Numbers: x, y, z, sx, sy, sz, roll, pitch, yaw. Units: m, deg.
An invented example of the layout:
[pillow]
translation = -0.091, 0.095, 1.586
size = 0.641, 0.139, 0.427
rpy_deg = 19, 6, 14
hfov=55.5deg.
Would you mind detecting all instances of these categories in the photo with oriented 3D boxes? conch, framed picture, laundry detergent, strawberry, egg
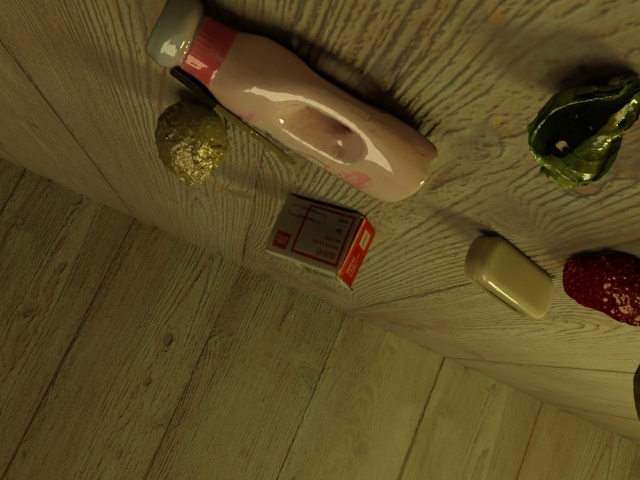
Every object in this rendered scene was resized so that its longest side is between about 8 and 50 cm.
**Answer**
[conch]
translation = 0.219, -0.091, 0.516
size = 0.089, 0.074, 0.121
rpy_deg = -7, 155, -21
[framed picture]
translation = -0.122, -0.169, 0.820
size = 0.136, 0.010, 0.201
rpy_deg = 32, -172, -38
[laundry detergent]
translation = -0.031, -0.156, 0.690
size = 0.335, 0.088, 0.159
rpy_deg = 28, 168, -19
[strawberry]
translation = 0.415, 0.069, 0.872
size = 0.146, 0.082, 0.187
rpy_deg = 36, 169, -23
[egg]
translation = -0.202, -0.154, 0.953
size = 0.116, 0.118, 0.140
rpy_deg = 5, 153, -3

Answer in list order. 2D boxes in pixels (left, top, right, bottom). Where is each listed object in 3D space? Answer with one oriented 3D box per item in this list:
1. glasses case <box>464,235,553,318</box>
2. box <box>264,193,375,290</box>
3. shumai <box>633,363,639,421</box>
[glasses case]
translation = 0.311, 0.062, 0.992
size = 0.196, 0.083, 0.050
rpy_deg = 33, 166, -33
[box]
translation = 0.000, 0.000, 1.201
size = 0.182, 0.133, 0.099
rpy_deg = 20, 168, 27
[shumai]
translation = 0.635, 0.283, 0.845
size = 0.262, 0.267, 0.314
rpy_deg = 26, -151, -19
